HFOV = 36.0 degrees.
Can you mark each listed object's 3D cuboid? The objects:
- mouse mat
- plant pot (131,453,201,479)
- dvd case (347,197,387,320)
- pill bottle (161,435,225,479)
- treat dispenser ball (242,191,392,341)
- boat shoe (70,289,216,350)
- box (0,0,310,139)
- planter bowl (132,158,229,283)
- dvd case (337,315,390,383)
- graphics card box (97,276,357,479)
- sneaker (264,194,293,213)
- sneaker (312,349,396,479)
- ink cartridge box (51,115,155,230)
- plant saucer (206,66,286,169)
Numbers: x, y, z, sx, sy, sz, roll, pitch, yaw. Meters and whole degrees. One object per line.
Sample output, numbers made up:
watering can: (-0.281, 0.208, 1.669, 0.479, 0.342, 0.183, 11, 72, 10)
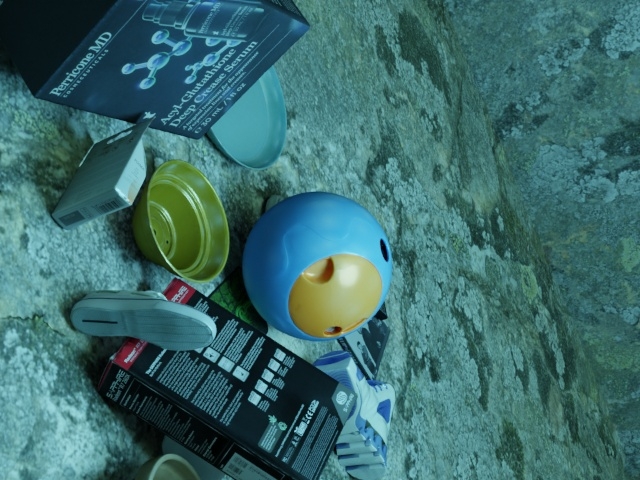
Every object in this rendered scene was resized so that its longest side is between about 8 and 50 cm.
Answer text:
mouse mat: (-0.163, 0.152, 1.866, 0.189, 0.007, 0.152, -49, 121, -54)
plant pot: (-0.248, 0.448, 1.466, 0.237, 0.110, 0.237, -17, 90, -76)
dvd case: (0.103, 0.046, 2.289, 0.180, 0.022, 0.253, 45, 32, -63)
pill bottle: (-0.172, 0.301, 1.673, 0.119, 0.119, 0.208, 64, 32, -22)
treat dispenser ball: (-0.006, 0.050, 1.890, 0.288, 0.288, 0.288, 31, 52, -52)
boat shoe: (-0.263, 0.107, 1.498, 0.076, 0.226, 0.083, -72, 169, -55)
box: (-0.261, -0.356, 1.546, 0.395, 0.293, 0.212, 8, 45, -59)
planter bowl: (-0.256, -0.022, 1.683, 0.217, 0.090, 0.217, 36, 46, -48)
dvd case: (0.084, 0.185, 2.262, 0.238, 0.030, 0.179, 59, 34, -28)
graphics card box: (-0.142, 0.244, 1.584, 0.371, 0.094, 0.233, 32, 38, -1)
sneaker: (0.000, 0.000, 2.102, 0.292, 0.118, 0.110, 46, 40, -45)
sneaker: (0.072, 0.341, 2.103, 0.182, 0.127, 0.315, -67, 142, -52)
ink cartridge box: (-0.328, -0.105, 1.538, 0.045, 0.145, 0.179, 52, 37, -28)
plant saucer: (-0.171, -0.293, 1.993, 0.317, 0.044, 0.317, 32, 51, -51)
